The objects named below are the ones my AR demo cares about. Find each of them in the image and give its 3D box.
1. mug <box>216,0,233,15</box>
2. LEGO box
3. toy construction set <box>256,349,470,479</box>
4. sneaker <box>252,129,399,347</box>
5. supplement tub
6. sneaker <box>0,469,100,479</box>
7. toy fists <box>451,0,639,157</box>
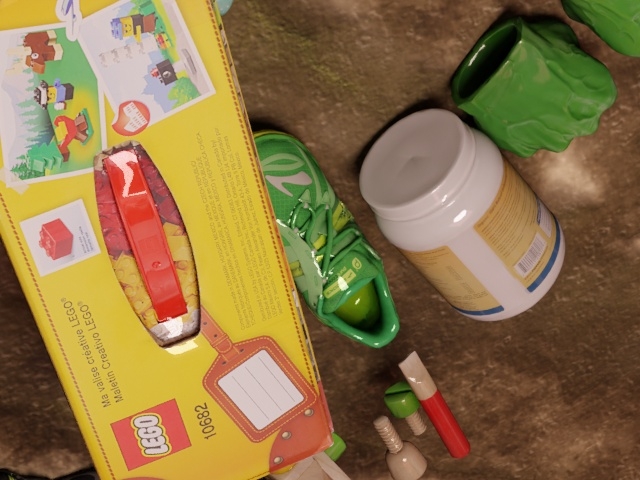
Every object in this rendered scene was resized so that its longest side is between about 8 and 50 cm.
[{"bbox_3d":[-0.074,-0.286,1.316,0.158,0.097,0.129,-35,129,1],"label":"mug"},{"bbox_3d":[-0.182,-0.087,1.224,0.193,0.372,0.500,-22,127,-10],"label":"LEGO box"},{"bbox_3d":[-0.031,0.195,1.565,0.309,0.257,0.237,-29,119,0],"label":"toy construction set"},{"bbox_3d":[0.000,0.000,1.515,0.109,0.123,0.295,-45,131,-6],"label":"sneaker"},{"bbox_3d":[0.143,-0.025,1.555,0.144,0.144,0.200,-41,128,5],"label":"supplement tub"},{"bbox_3d":[-0.307,0.275,1.598,0.188,0.067,0.078,-11,131,-15],"label":"sneaker"},{"bbox_3d":[0.257,-0.204,1.526,0.142,0.096,0.279,31,107,-26],"label":"toy fists"}]
